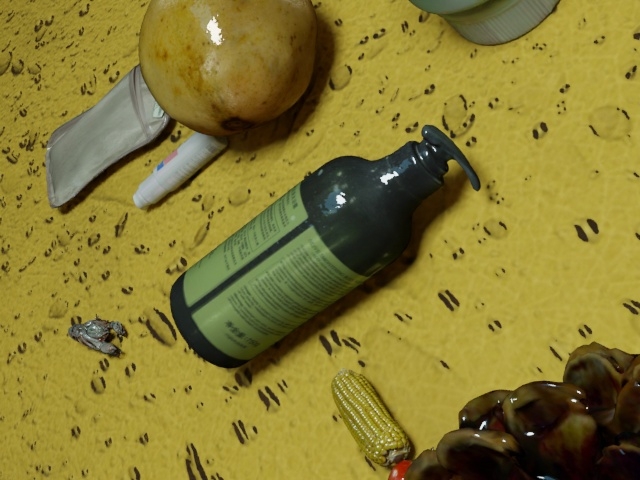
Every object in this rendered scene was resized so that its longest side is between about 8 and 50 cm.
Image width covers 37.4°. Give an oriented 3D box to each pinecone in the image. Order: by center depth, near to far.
[{"bbox_3d":[0.142,0.173,0.473,0.244,0.257,0.243,-8,76,33],"label":"pinecone"}]

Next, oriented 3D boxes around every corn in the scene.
[{"bbox_3d":[0.037,0.139,0.741,0.037,0.037,0.092,-47,45,14],"label":"corn"}]

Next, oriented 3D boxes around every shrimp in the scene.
[{"bbox_3d":[-0.238,0.100,1.020,0.092,0.029,0.038,15,70,40],"label":"shrimp"}]

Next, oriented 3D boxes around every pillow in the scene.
[{"bbox_3d":[-0.263,-0.132,1.156,0.233,0.038,0.130,-33,53,26],"label":"pillow"}]

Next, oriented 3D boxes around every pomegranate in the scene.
[{"bbox_3d":[-0.095,-0.203,0.942,0.196,0.196,0.196,-21,56,34],"label":"pomegranate"}]

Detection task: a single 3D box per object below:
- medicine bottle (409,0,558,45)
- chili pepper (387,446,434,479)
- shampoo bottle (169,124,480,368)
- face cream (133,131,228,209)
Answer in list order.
[{"bbox_3d":[0.098,-0.267,0.764,0.139,0.225,0.139,-21,55,33],"label":"medicine bottle"},{"bbox_3d":[0.045,0.233,0.691,0.045,0.027,0.178,17,82,45],"label":"chili pepper"},{"bbox_3d":[0.000,0.000,0.802,0.284,0.101,0.101,-37,48,23],"label":"shampoo bottle"},{"bbox_3d":[-0.157,-0.078,1.035,0.130,0.034,0.034,-38,48,22],"label":"face cream"}]
